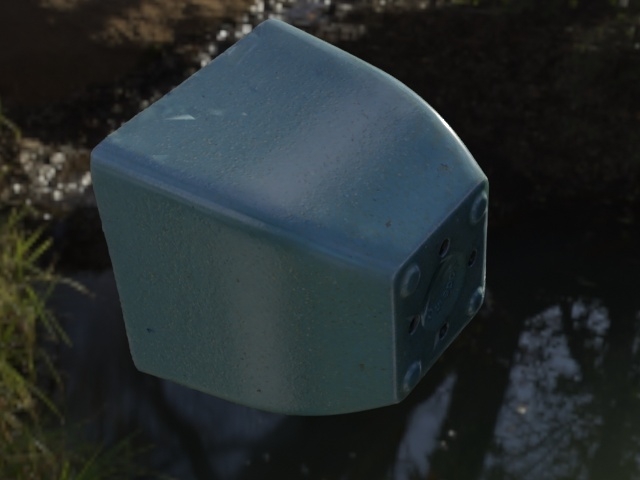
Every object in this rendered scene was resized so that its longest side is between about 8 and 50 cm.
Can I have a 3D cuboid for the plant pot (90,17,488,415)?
[{"bbox_3d":[0.000,0.000,1.014,0.252,0.247,0.247,22,47,27],"label":"plant pot"}]
